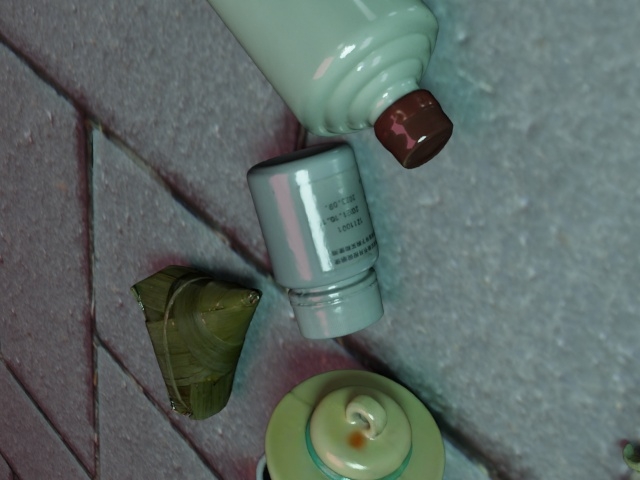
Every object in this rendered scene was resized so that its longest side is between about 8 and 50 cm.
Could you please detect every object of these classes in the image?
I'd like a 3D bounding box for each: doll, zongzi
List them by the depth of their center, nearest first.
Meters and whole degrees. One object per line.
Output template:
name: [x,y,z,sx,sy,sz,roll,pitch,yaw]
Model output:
doll: [-0.011,0.212,0.696,0.271,0.144,0.208,-10,110,48]
zongzi: [-0.094,0.107,0.801,0.176,0.078,0.160,7,119,46]

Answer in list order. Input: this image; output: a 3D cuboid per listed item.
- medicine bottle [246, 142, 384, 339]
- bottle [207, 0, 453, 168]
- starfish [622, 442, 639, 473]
medicine bottle: [0.000,0.000,0.618,0.080,0.080,0.130,1,110,51]
bottle: [-0.005,-0.146,0.527,0.245,0.104,0.104,54,142,18]
starfish: [0.218,0.100,0.411,0.223,0.050,0.217,141,113,-68]
